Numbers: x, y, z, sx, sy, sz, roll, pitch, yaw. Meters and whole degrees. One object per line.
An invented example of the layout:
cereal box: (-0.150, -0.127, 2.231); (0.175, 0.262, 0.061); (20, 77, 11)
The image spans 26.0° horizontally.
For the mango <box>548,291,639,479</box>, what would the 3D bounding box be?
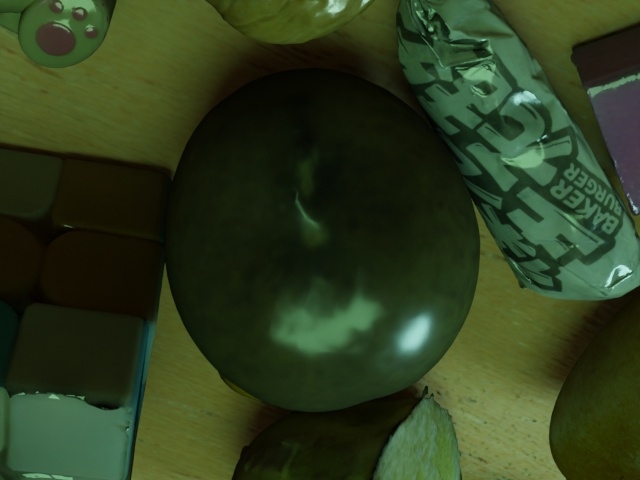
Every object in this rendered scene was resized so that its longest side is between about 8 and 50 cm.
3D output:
mango: (0.401, 0.149, 1.499); (0.221, 0.199, 0.384); (32, 111, -16)

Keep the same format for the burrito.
burrito: (0.175, -0.105, 1.324); (0.139, 0.101, 0.445); (-11, 129, 37)

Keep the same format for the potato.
potato: (0.003, 0.298, 1.601); (0.237, 0.301, 0.288); (7, 120, 25)

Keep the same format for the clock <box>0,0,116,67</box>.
clock: (-0.252, -0.322, 1.152); (0.284, 0.114, 0.309); (28, 124, -20)

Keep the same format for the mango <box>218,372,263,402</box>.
mango: (0.015, 0.111, 1.522); (0.262, 0.109, 0.157); (-12, 139, 18)

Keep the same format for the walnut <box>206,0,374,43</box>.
walnut: (-0.015, -0.272, 1.139); (0.195, 0.195, 0.221); (22, 122, -17)

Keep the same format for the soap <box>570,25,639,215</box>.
soap: (0.390, -0.140, 1.320); (0.259, 0.081, 0.181); (-17, 128, 15)

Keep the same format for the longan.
longan: (0.000, 0.000, 1.306); (0.319, 0.319, 0.319); (0, 130, 0)

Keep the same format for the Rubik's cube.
Rubik's cube: (-0.346, 0.134, 1.390); (0.347, 0.344, 0.346); (10, 129, -6)
